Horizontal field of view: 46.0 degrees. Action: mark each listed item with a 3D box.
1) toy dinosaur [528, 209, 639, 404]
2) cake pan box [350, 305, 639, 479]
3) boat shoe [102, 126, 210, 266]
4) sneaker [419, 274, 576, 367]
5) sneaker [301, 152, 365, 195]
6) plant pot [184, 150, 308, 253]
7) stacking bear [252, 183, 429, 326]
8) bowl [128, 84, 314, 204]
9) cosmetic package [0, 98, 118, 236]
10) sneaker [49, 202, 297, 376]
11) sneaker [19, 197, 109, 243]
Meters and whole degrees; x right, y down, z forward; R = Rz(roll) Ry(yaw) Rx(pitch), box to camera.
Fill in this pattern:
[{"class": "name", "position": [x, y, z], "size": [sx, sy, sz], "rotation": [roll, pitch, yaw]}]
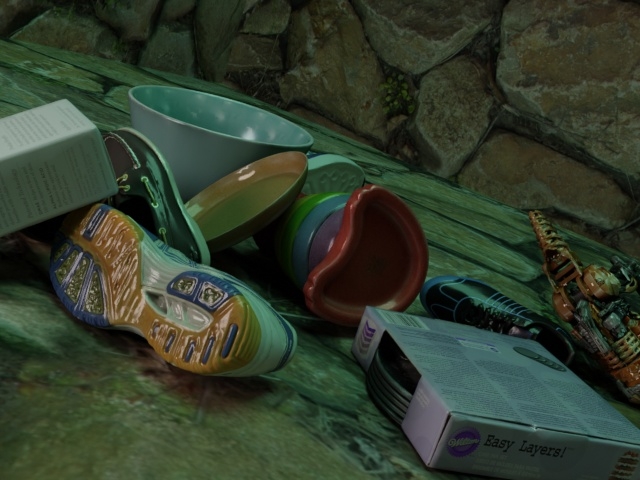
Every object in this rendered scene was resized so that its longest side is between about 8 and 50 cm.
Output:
[{"class": "toy dinosaur", "position": [0.422, 0.088, 1.125], "size": [0.164, 0.321, 0.218], "rotation": [-20, -15, 37]}, {"class": "cake pan box", "position": [0.184, 0.167, 0.822], "size": [0.267, 0.070, 0.246], "rotation": [14, 13, -21]}, {"class": "boat shoe", "position": [-0.217, -0.046, 0.923], "size": [0.069, 0.081, 0.227], "rotation": [-13, 65, -50]}, {"class": "sneaker", "position": [0.254, 0.116, 1.071], "size": [0.232, 0.081, 0.090], "rotation": [21, 7, 2]}, {"class": "sneaker", "position": [-0.084, -0.154, 1.541], "size": [0.236, 0.130, 0.323], "rotation": [34, 26, 34]}, {"class": "plant pot", "position": [-0.115, -0.046, 1.032], "size": [0.032, 0.236, 0.236], "rotation": [61, -2, -23]}, {"class": "stacking bear", "position": [0.000, 0.000, 1.044], "size": [0.164, 0.175, 0.289], "rotation": [29, -3, -35]}, {"class": "bowl", "position": [-0.183, -0.138, 1.268], "size": [0.312, 0.163, 0.311], "rotation": [16, 18, -6]}, {"class": "cosmetic package", "position": [-0.338, -0.060, 0.762], "size": [0.231, 0.085, 0.117], "rotation": [-25, 35, -22]}, {"class": "sneaker", "position": [-0.155, 0.060, 0.764], "size": [0.296, 0.112, 0.131], "rotation": [30, 0, 32]}, {"class": "sneaker", "position": [-0.316, -0.054, 0.972], "size": [0.147, 0.104, 0.296], "rotation": [45, 14, 23]}]
